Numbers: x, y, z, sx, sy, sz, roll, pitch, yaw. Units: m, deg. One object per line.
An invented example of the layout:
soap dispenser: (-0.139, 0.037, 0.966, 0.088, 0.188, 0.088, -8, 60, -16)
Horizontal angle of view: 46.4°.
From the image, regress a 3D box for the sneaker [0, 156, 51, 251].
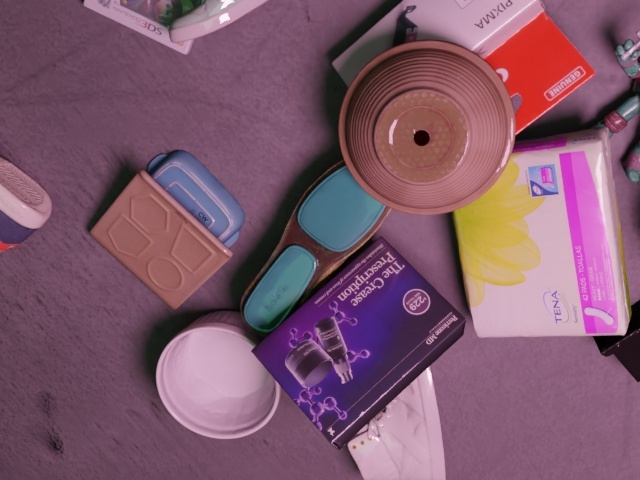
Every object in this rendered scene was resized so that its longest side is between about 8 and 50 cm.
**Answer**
sneaker: (-0.607, -0.116, 1.186, 0.148, 0.131, 0.350, -41, 99, 14)

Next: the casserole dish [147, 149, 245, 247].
casserole dish: (-0.209, -0.057, 1.202, 0.114, 0.037, 0.188, -39, 100, 19)

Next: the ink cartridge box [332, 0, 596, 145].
ink cartridge box: (0.188, -0.237, 1.023, 0.275, 0.060, 0.238, -38, 73, 18)

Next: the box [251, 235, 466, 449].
box: (0.059, 0.152, 1.113, 0.261, 0.103, 0.184, -42, 72, -8)

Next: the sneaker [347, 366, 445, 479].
sneaker: (0.112, 0.287, 1.238, 0.169, 0.108, 0.292, -6, 109, 7)

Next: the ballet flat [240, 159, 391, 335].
ballet flat: (0.000, 0.000, 1.152, 0.123, 0.123, 0.348, 36, 106, -5)

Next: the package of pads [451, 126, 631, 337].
package of pads: (0.312, -0.001, 1.085, 0.229, 0.101, 0.296, -5, 109, 29)

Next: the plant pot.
plant pot: (0.134, -0.140, 0.974, 0.238, 0.110, 0.237, 3, 107, 11)

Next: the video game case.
video game case: (-0.240, -0.397, 1.096, 0.173, 0.022, 0.190, 26, 110, -2)

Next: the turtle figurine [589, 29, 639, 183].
turtle figurine: (0.467, -0.196, 1.016, 0.175, 0.118, 0.234, 38, 128, 13)

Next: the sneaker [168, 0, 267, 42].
sneaker: (-0.130, -0.391, 1.043, 0.256, 0.094, 0.151, -30, 108, 7)

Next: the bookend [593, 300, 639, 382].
bookend: (0.539, 0.169, 1.155, 0.156, 0.072, 0.157, -40, 100, 19)

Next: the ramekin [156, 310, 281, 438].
ramekin: (-0.159, 0.216, 1.251, 0.207, 0.109, 0.207, 3, 109, 8)

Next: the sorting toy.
sorting toy: (-0.257, 0.001, 1.202, 0.193, 0.038, 0.208, 44, 131, -8)
